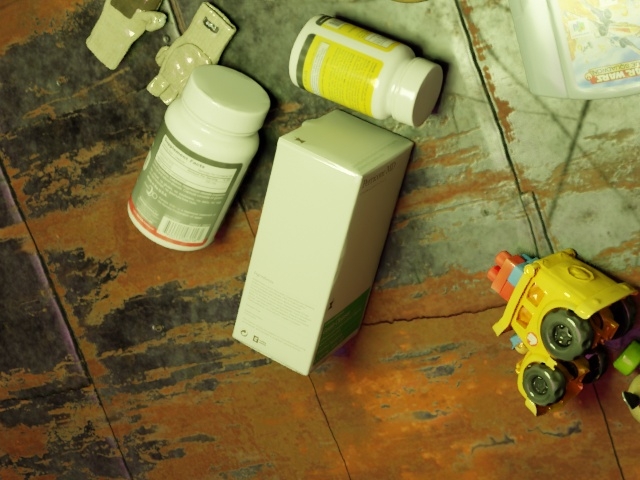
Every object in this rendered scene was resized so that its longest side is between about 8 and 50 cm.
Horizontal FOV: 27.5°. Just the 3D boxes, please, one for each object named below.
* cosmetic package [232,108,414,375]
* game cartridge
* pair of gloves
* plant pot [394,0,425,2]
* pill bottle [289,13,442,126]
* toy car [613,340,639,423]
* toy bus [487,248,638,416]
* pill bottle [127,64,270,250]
[{"bbox_3d":[0.000,0.000,2.052,0.155,0.197,0.365,27,122,19],"label":"cosmetic package"},{"bbox_3d":[0.408,-0.296,1.780,0.297,0.062,0.198,-8,101,33],"label":"game cartridge"},{"bbox_3d":[-0.265,-0.342,2.165,0.240,0.042,0.204,36,120,11],"label":"pair of gloves"},{"bbox_3d":[0.116,-0.461,1.898,0.236,0.032,0.236,11,113,27],"label":"plant pot"},{"bbox_3d":[0.069,-0.252,1.956,0.209,0.119,0.119,25,120,21],"label":"pill bottle"},{"bbox_3d":[0.491,0.211,1.849,0.155,0.188,0.149,40,124,11],"label":"toy car"},{"bbox_3d":[0.331,0.119,1.946,0.211,0.149,0.220,39,127,27],"label":"toy bus"},{"bbox_3d":[-0.197,-0.136,2.134,0.161,0.161,0.283,37,123,13],"label":"pill bottle"}]
